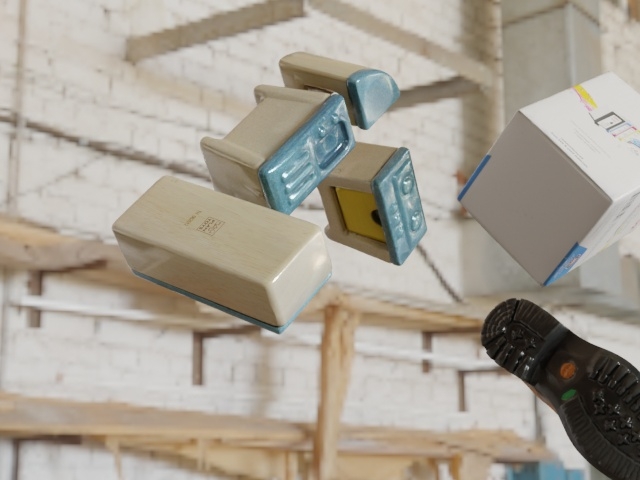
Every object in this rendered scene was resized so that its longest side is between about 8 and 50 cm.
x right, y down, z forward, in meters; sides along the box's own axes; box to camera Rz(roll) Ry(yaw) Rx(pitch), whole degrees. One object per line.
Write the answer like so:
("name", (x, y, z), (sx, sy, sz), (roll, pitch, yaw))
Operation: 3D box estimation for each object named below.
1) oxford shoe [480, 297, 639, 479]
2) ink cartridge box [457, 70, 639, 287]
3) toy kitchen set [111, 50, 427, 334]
("oxford shoe", (0.239, 0.136, 1.080), (0.083, 0.227, 0.096), (-47, -43, 7))
("ink cartridge box", (0.334, -0.085, 1.638), (0.233, 0.168, 0.171), (-25, -25, -44))
("toy kitchen set", (0.000, 0.000, 0.811), (0.122, 0.207, 0.166), (19, -37, 33))
